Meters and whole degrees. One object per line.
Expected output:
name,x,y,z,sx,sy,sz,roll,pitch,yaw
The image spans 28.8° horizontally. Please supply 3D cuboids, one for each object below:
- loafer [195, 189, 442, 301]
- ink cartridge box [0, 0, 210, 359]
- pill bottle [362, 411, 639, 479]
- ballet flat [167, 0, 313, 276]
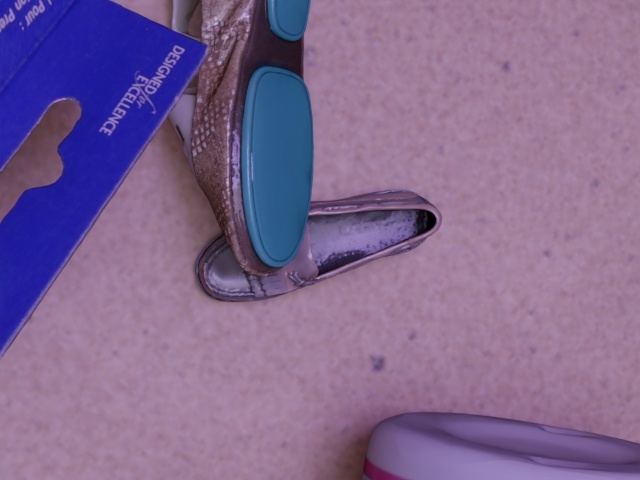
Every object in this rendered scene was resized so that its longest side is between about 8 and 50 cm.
loafer,0.000,0.000,0.618,0.125,0.039,0.045,-16,95,-13
ink cartridge box,-0.240,-0.107,0.457,0.371,0.069,0.175,27,58,3
pill bottle,0.084,0.233,0.584,0.160,0.160,0.283,8,90,-14
ballet flat,-0.040,-0.086,0.597,0.067,0.073,0.206,1,83,28
